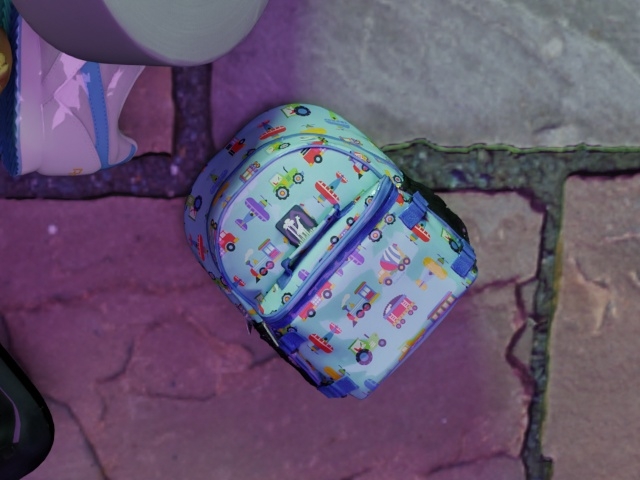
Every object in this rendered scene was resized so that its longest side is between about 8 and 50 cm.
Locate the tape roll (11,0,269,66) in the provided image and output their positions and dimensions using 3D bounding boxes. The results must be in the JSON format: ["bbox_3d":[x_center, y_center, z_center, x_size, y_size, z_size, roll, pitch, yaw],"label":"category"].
[{"bbox_3d":[-0.106,-0.214,1.052,0.072,0.219,0.219,4,110,32],"label":"tape roll"}]

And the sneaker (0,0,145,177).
[{"bbox_3d":[-0.159,-0.155,1.132,0.092,0.087,0.229,-2,109,-24],"label":"sneaker"}]

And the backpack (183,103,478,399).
[{"bbox_3d":[0.000,0.000,1.181,0.158,0.117,0.173,-44,105,3],"label":"backpack"}]

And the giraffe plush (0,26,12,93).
[{"bbox_3d":[-0.249,-0.190,1.031,0.210,0.181,0.170,19,107,-47],"label":"giraffe plush"}]

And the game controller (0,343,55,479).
[{"bbox_3d":[-0.317,0.054,1.152,0.166,0.067,0.319,-30,110,14],"label":"game controller"}]
